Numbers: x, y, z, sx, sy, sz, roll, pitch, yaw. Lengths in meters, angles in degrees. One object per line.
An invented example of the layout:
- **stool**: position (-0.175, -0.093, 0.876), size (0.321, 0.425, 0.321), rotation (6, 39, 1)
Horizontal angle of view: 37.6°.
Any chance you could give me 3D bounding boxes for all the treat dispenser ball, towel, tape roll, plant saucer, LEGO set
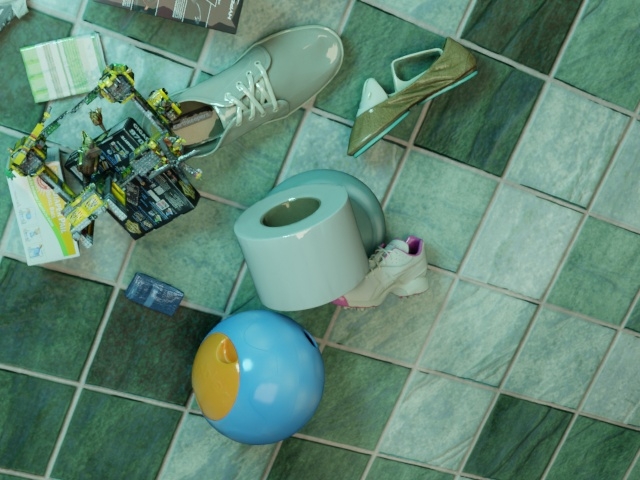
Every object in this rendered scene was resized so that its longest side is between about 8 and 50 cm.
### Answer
- **treat dispenser ball**: position (-0.133, 0.294, 2.027), size (0.288, 0.288, 0.288), rotation (-5, 112, -14)
- **towel**: position (-0.496, -0.337, 1.835), size (0.152, 0.023, 0.113), rotation (-13, 111, -8)
- **towel**: position (-0.359, 0.118, 2.039), size (0.119, 0.029, 0.067), rotation (25, 102, -23)
- **tape roll**: position (-0.037, 0.011, 1.924), size (0.246, 0.246, 0.169), rotation (-21, 114, -7)
- **plant saucer**: position (0.000, 0.000, 2.089), size (0.317, 0.044, 0.318), rotation (-6, 112, -14)
- **LEGO set**: position (-0.398, -0.148, 1.701), size (0.331, 0.192, 0.255), rotation (-31, 116, 3)

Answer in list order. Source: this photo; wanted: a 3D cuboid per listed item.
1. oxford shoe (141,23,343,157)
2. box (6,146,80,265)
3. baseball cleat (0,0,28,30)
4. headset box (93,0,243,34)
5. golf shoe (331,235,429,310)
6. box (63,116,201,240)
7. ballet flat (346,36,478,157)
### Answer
- **oxford shoe**: position (-0.147, -0.289, 1.891), size (0.449, 0.130, 0.169), rotation (-27, 113, -6)
- **box**: position (-0.549, -0.069, 1.868), size (0.103, 0.114, 0.203), rotation (-11, 111, -11)
- **baseball cleat**: position (-0.602, -0.405, 1.750), size (0.109, 0.072, 0.206), rotation (5, 113, -24)
- **headset box**: position (-0.301, -0.475, 1.725), size (0.293, 0.218, 0.110), rotation (9, 107, -18)
- **golf shoe**: position (0.124, 0.067, 2.071), size (0.306, 0.115, 0.140), rotation (-13, 115, -45)
- **box**: position (-0.376, -0.119, 1.890), size (0.175, 0.051, 0.220), rotation (-26, 119, 29)
- **ballet flat**: position (0.170, -0.315, 1.989), size (0.342, 0.116, 0.124), rotation (-35, 95, -1)
